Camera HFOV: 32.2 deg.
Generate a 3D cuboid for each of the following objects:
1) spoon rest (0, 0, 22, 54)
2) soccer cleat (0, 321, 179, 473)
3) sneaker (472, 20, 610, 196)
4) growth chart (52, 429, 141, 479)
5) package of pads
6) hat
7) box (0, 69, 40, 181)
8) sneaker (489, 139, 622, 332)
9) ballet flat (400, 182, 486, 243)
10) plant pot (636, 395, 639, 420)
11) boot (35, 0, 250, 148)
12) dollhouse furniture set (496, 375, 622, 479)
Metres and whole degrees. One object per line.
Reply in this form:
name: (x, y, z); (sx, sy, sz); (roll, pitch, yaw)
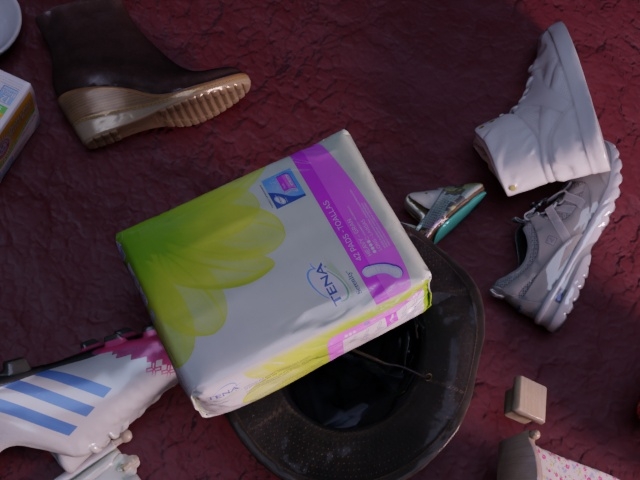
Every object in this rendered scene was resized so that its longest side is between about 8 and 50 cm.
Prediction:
spoon rest: (-0.533, -0.306, 1.455); (0.276, 0.084, 0.137); (11, 64, -2)
soccer cleat: (-0.257, 0.185, 1.288); (0.331, 0.116, 0.143); (-14, 91, -14)
sneaker: (0.280, -0.180, 1.496); (0.169, 0.108, 0.292); (-18, 39, 17)
growth chart: (-0.236, 0.355, 1.255); (0.172, 0.021, 0.237); (-29, 74, -17)
package of pads: (-0.047, 0.039, 1.233); (0.296, 0.101, 0.229); (-25, 65, -7)
hat: (0.034, 0.140, 1.312); (0.331, 0.134, 0.331); (-1, 69, 2)
box: (-0.473, -0.171, 1.396); (0.203, 0.103, 0.114); (24, 66, 3)
sneaker: (0.309, -0.026, 1.440); (0.115, 0.105, 0.281); (23, 65, 7)
ballet flat: (0.123, -0.011, 1.428); (0.079, 0.077, 0.221); (38, 72, 12)
plant pot: (0.489, 0.204, 1.323); (0.191, 0.191, 0.174); (-40, 73, -20)
boot: (-0.236, -0.246, 1.465); (0.248, 0.090, 0.207); (-18, 73, -10)
dollhouse furniture set: (0.365, 0.339, 1.229); (0.303, 0.174, 0.355); (25, 53, -21)
